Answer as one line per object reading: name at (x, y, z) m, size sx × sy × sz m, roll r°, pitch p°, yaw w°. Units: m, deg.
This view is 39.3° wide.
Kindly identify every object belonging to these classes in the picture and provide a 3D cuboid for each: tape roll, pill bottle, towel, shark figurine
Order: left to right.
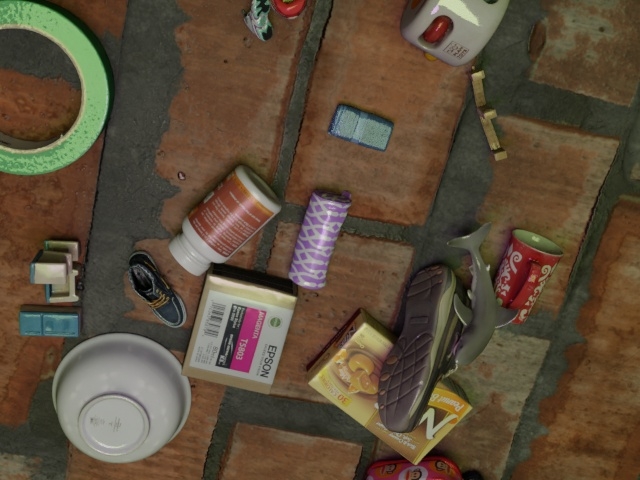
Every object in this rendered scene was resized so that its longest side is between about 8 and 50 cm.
tape roll at (-0.549, -0.284, 1.662) m, size 0.321 × 0.077 × 0.321 m, roll -2°, pitch 110°, yaw -4°
pill bottle at (-0.191, -0.035, 1.750) m, size 0.216 × 0.121 × 0.121 m, roll -42°, pitch 107°, yaw 10°
towel at (0.080, -0.220, 1.754) m, size 0.119 × 0.029 × 0.067 m, roll 18°, pitch 107°, yaw -9°
shark figurine at (0.338, 0.115, 1.788) m, size 0.116 × 0.166 × 0.278 m, roll -4°, pitch 76°, yaw 37°

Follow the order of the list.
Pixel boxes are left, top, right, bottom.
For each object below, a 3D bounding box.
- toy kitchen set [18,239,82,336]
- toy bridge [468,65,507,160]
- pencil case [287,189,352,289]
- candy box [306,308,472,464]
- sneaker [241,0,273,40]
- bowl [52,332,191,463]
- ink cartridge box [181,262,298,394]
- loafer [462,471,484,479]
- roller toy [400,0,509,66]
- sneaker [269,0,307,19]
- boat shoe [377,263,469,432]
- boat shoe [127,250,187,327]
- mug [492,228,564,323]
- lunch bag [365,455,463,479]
toy kitchen set at (-0.542, 0.112, 1.752) m, size 0.122 × 0.166 × 0.207 m, roll 2°, pitch 109°, yaw -5°
toy bridge at (0.321, -0.251, 1.742) m, size 0.026 × 0.063 × 0.188 m, roll -19°, pitch 111°, yaw 3°
pencil case at (0.000, 0.000, 1.798) m, size 0.088 × 0.086 × 0.206 m, roll 0°, pitch 116°, yaw -41°
candy box at (0.146, 0.314, 1.913) m, size 0.316 × 0.087 × 0.183 m, roll 39°, pitch 102°, yaw -16°
sneaker at (-0.124, -0.421, 1.653) m, size 0.038 × 0.069 × 0.098 m, roll -29°, pitch 135°, yaw -29°
bowl at (-0.420, 0.352, 1.863) m, size 0.297 × 0.134 × 0.298 m, roll -1°, pitch 109°, yaw -4°
ink cartridge box at (-0.167, 0.181, 1.845) m, size 0.193 × 0.088 × 0.235 m, roll 14°, pitch 107°, yaw -7°
loafer at (0.376, 0.632, 2.045) m, size 0.076 × 0.078 × 0.223 m, roll -22°, pitch 109°, yaw 4°
roller toy at (0.246, -0.417, 1.611) m, size 0.146 × 0.191 × 0.209 m, roll 27°, pitch 105°, yaw -13°
sneaker at (-0.059, -0.535, 1.587) m, size 0.107 × 0.118 × 0.279 m, roll -9°, pitch 110°, yaw -2°
boat shoe at (0.227, 0.225, 1.802) m, size 0.130 × 0.132 × 0.356 m, roll 31°, pitch 71°, yaw -30°
boat shoe at (-0.335, 0.112, 1.811) m, size 0.065 × 0.083 × 0.183 m, roll -28°, pitch 109°, yaw 6°
mug at (0.402, 0.079, 1.828) m, size 0.113 × 0.150 × 0.169 m, roll 32°, pitch 114°, yaw 26°
lunch bag at (0.209, 0.629, 1.994) m, size 0.258 × 0.120 × 0.293 m, roll -11°, pitch 111°, yaw 20°
